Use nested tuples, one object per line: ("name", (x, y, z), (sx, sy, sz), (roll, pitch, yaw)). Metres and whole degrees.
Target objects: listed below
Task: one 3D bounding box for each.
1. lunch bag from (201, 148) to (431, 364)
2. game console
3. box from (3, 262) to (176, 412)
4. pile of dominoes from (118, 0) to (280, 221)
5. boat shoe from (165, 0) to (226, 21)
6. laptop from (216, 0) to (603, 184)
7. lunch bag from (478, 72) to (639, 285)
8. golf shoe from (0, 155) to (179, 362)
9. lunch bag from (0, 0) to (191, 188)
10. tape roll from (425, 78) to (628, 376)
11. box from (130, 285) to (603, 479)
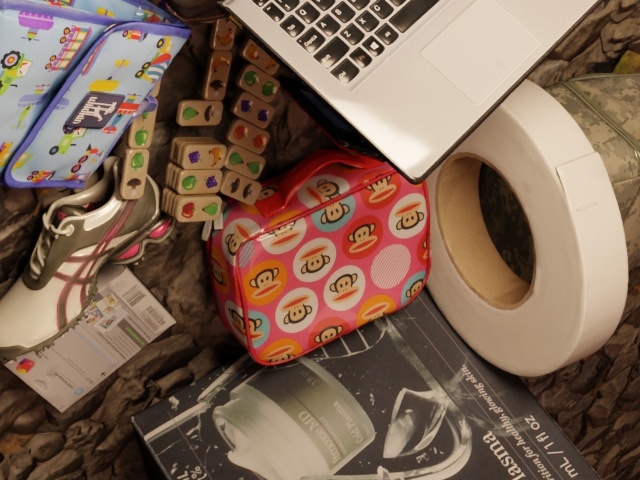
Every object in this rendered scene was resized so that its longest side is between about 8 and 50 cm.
("lunch bag", (0.000, 0.000, 1.857), (0.293, 0.120, 0.258), (-23, 131, -21))
("game console", (0.044, -0.167, 1.715), (0.124, 0.144, 0.085), (15, 116, -47))
("box", (-0.287, 0.116, 1.798), (0.186, 0.038, 0.145), (-40, 143, -3))
("pile of dominoes", (-0.118, -0.145, 1.624), (0.196, 0.040, 0.251), (-4, 113, -40))
("boat shoe", (-0.002, -0.292, 1.561), (0.355, 0.132, 0.130), (-23, 139, -21))
("laptop", (0.090, -0.346, 1.387), (0.382, 0.408, 0.236), (-44, 175, -29))
("lunch bag", (0.376, -0.076, 2.042), (0.256, 0.212, 0.305), (-17, 138, -28))
("golf shoe", (-0.294, 0.017, 1.656), (0.273, 0.105, 0.120), (-44, 135, -9))
("lunch bag", (-0.281, -0.161, 1.451), (0.293, 0.138, 0.221), (7, 126, -50))
("tape roll", (0.230, -0.021, 1.824), (0.072, 0.392, 0.392), (-20, 138, -26))
("box", (0.073, 0.360, 1.972), (0.471, 0.480, 0.297), (-30, 150, -15))
